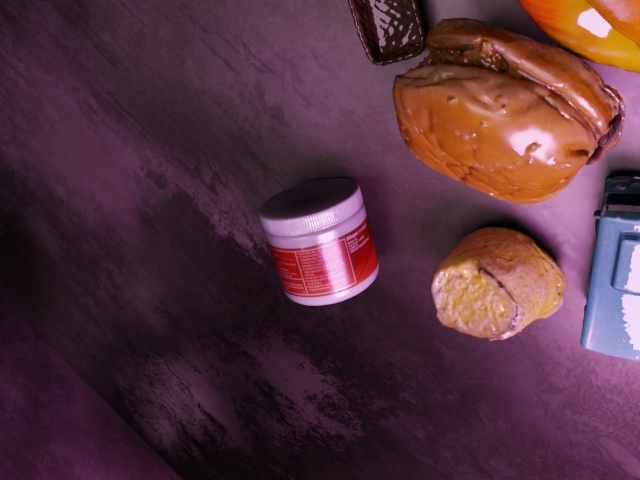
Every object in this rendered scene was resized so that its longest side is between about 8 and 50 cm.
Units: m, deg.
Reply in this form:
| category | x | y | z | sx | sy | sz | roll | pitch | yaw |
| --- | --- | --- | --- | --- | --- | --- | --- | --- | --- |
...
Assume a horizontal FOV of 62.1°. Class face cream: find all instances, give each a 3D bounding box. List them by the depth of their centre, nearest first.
| category | x | y | z | sx | sy | sz | roll | pitch | yaw |
| --- | --- | --- | --- | --- | --- | --- | --- | --- | --- |
| face cream | 0.000 | 0.000 | 1.034 | 0.201 | 0.201 | 0.187 | 0 | 118 | 34 |

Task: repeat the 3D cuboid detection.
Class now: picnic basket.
| category | x | y | z | sx | sy | sz | roll | pitch | yaw |
| --- | --- | --- | --- | --- | --- | --- | --- | --- | --- |
| picnic basket | 0.102 | -0.375 | 0.822 | 0.110 | 0.055 | 0.193 | -4 | 115 | 35 |

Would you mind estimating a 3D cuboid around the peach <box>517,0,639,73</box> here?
| category | x | y | z | sx | sy | sz | roll | pitch | yaw |
| --- | --- | --- | --- | --- | --- | --- | --- | --- | --- |
| peach | 0.351 | -0.348 | 0.472 | 0.388 | 0.388 | 0.388 | 17 | 127 | 25 |

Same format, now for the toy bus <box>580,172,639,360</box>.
| category | x | y | z | sx | sy | sz | roll | pitch | yaw |
| --- | --- | --- | --- | --- | --- | --- | --- | --- | --- |
| toy bus | 0.465 | 0.042 | 0.786 | 0.128 | 0.147 | 0.256 | 9 | 124 | 27 |

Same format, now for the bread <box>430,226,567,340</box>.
| category | x | y | z | sx | sy | sz | roll | pitch | yaw |
| --- | --- | --- | --- | --- | --- | --- | --- | --- | --- |
| bread | 0.299 | 0.078 | 0.906 | 0.197 | 0.170 | 0.197 | 27 | 132 | 34 |

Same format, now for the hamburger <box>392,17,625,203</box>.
| category | x | y | z | sx | sy | sz | roll | pitch | yaw |
| --- | --- | --- | --- | --- | --- | --- | --- | --- | --- |
| hamburger | 0.241 | -0.160 | 0.718 | 0.319 | 0.318 | 0.158 | 28 | 89 | 17 |
